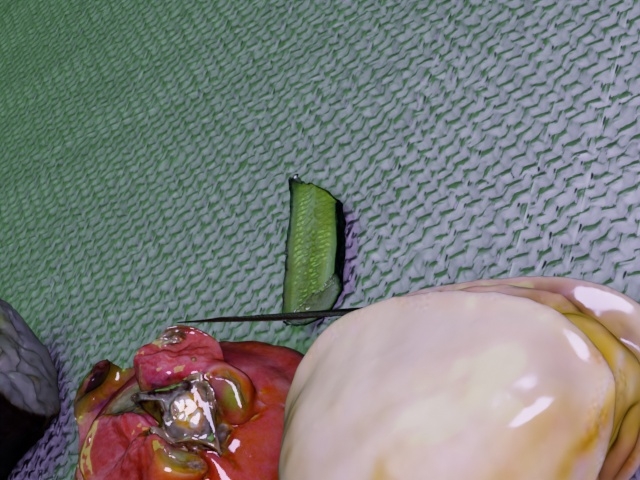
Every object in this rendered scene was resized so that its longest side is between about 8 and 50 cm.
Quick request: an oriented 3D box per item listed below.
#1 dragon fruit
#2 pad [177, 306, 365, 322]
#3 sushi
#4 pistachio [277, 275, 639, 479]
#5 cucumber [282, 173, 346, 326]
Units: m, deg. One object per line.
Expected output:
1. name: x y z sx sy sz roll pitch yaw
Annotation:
1. dragon fruit: -0.122 0.209 1.268 0.305 0.226 0.305 -31 40 29
2. pad: -0.044 0.043 1.315 0.323 0.250 0.055 22 108 45
3. sushi: -0.498 0.209 1.699 0.294 0.281 0.299 -46 17 8
4. pistachio: 0.103 0.138 1.044 0.309 0.230 0.229 -30 37 34
5. cucumber: 0.000 0.000 1.498 0.070 0.046 0.220 -29 39 28
